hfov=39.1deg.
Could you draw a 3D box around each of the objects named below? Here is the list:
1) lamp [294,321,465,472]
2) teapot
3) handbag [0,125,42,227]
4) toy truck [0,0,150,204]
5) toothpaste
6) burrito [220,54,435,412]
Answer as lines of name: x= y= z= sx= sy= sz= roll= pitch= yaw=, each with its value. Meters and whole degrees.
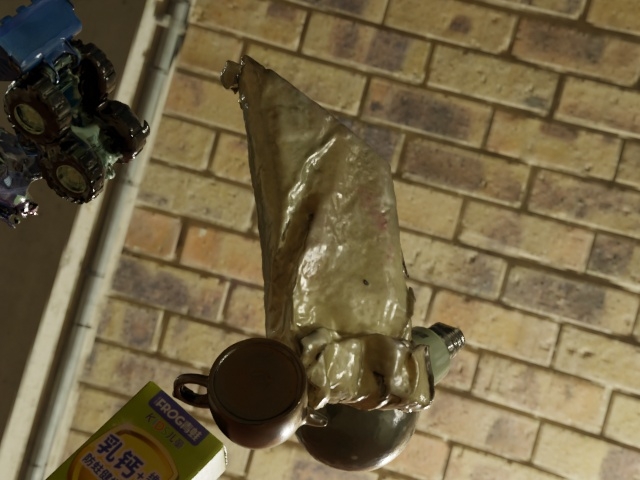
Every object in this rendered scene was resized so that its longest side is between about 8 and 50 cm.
lamp: x=0.077 y=0.199 z=1.301 sx=0.182 sy=0.182 sz=0.314 roll=15 pitch=-146 yaw=23
teapot: x=-0.054 y=0.121 z=0.682 sx=0.121 sy=0.076 sz=0.068 roll=7 pitch=142 yaw=4
handbag: x=-0.452 y=-0.107 z=1.102 sx=0.260 sy=0.113 sz=0.162 roll=30 pitch=-178 yaw=34
toy truck: x=-0.287 y=-0.150 z=0.955 sx=0.126 sy=0.113 sz=0.208 roll=0 pitch=127 yaw=32
toothpaste: x=-0.241 y=0.291 z=0.884 sx=0.110 sy=0.327 sz=0.077 roll=37 pitch=153 yaw=20
burrito: x=0.009 y=-0.001 z=0.858 sx=0.175 sy=0.347 sz=0.107 roll=0 pitch=162 yaw=-44
